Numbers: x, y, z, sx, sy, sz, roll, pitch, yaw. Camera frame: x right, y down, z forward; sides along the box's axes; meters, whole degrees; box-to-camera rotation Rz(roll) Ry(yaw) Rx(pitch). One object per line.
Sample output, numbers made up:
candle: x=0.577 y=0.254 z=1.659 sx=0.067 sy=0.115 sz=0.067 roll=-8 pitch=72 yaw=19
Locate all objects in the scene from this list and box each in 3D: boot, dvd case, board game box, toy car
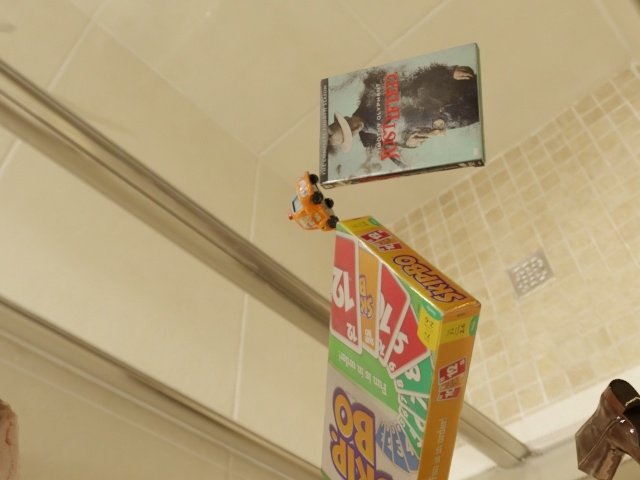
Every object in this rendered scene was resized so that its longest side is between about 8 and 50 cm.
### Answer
boot: x=0.262 y=0.192 z=0.555 sx=0.106 sy=0.037 sz=0.114 roll=-103 pitch=12 yaw=-45
dvd case: x=0.054 y=-0.086 z=0.454 sx=0.119 sy=0.013 sz=0.087 roll=-6 pitch=74 yaw=27
board game box: x=0.044 y=0.125 z=0.451 sx=0.039 sy=0.259 sz=0.124 roll=-13 pitch=31 yaw=-23
toy car: x=0.000 y=0.000 z=0.559 sx=0.040 sy=0.060 sz=0.122 roll=-26 pitch=56 yaw=11

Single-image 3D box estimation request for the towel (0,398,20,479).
towel: x=-0.252 y=0.232 z=0.205 sx=0.332 sy=0.053 sz=0.317 roll=-40 pitch=23 yaw=-6
